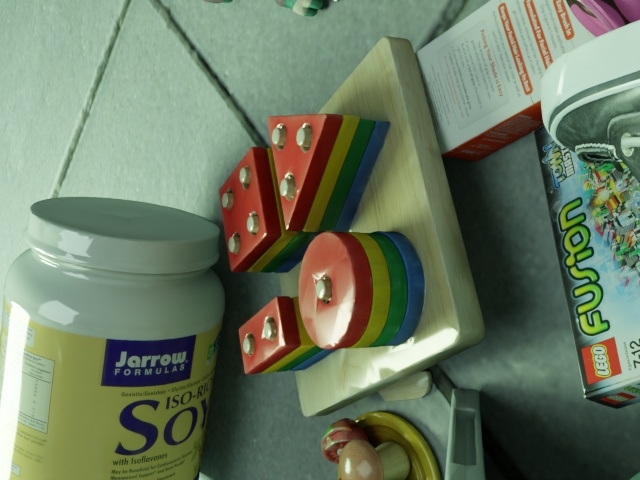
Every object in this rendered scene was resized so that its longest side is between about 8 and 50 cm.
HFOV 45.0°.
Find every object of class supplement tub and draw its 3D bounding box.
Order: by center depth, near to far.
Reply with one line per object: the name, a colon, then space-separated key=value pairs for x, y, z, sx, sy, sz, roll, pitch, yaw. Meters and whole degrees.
supplement tub: x=-0.237 y=0.134 z=0.871 sx=0.241 sy=0.241 sz=0.332 roll=23 pitch=108 yaw=45

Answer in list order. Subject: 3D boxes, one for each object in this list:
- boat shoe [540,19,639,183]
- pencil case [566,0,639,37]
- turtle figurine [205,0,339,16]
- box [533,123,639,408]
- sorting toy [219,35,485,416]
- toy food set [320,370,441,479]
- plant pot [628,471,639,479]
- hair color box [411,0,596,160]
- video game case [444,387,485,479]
boat shoe: x=0.188 y=-0.047 z=0.350 sx=0.301 sy=0.108 sz=0.102 roll=-175 pitch=87 yaw=-79
pencil case: x=0.237 y=-0.185 z=0.425 sx=0.209 sy=0.095 sz=0.098 roll=-39 pitch=89 yaw=24
turtle figurine: x=-0.062 y=-0.315 z=0.770 sx=0.234 sy=0.118 sz=0.175 roll=7 pitch=96 yaw=53
box: x=0.204 y=-0.011 z=0.485 sx=0.114 sy=0.036 sz=0.207 roll=-35 pitch=45 yaw=42
sorting toy: x=0.000 y=0.000 z=0.663 sx=0.255 sy=0.089 sz=0.257 roll=-41 pitch=53 yaw=53
toy food set: x=0.040 y=0.229 z=0.695 sx=0.128 sy=0.071 sz=0.218 roll=-7 pitch=85 yaw=47
plant pot: x=0.219 y=0.214 z=0.308 sx=0.341 sy=0.334 sz=0.342 roll=1 pitch=91 yaw=48
hair color box: x=0.153 y=-0.136 z=0.578 sx=0.167 sy=0.053 sz=0.093 roll=-28 pitch=69 yaw=46
video game case: x=0.095 y=0.228 z=0.511 sx=0.025 sy=0.285 sz=0.204 roll=1 pitch=92 yaw=11
